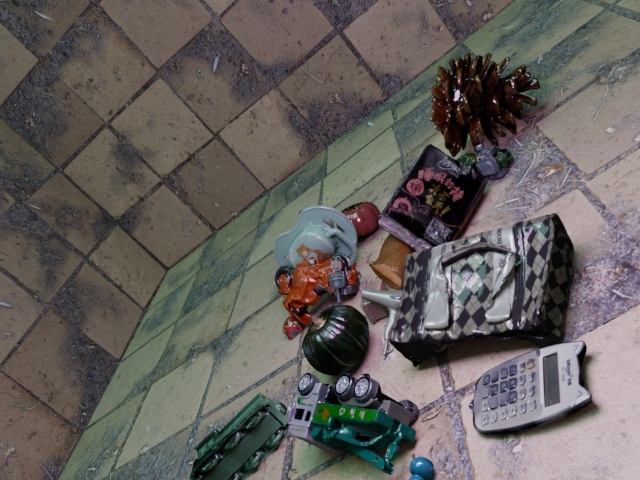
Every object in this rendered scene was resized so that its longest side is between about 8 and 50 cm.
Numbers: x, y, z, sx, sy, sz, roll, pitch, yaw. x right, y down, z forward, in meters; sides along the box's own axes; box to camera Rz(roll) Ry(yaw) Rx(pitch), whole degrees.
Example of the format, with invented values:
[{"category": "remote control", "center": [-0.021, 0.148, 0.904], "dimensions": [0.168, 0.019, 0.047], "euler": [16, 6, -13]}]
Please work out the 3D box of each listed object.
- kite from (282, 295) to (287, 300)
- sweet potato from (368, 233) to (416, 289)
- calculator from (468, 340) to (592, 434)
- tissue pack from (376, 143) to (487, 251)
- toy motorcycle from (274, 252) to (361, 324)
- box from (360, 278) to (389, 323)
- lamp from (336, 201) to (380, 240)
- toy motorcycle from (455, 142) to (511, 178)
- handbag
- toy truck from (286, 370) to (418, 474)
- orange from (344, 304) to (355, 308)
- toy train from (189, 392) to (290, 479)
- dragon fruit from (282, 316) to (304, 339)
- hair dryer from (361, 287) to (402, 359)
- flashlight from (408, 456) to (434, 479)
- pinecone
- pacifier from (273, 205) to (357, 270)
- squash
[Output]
[{"category": "kite", "center": [-0.060, 0.158, 2.319], "dimensions": [0.377, 0.013, 0.328], "euler": [-22, 29, 42]}, {"category": "sweet potato", "center": [0.278, 0.003, 1.840], "dimensions": [0.131, 0.131, 0.337], "euler": [-15, 34, 52]}, {"category": "calculator", "center": [0.407, 0.297, 1.135], "dimensions": [0.268, 0.040, 0.177], "euler": [-28, 25, 36]}, {"category": "tissue pack", "center": [0.351, -0.115, 1.781], "dimensions": [0.332, 0.244, 0.123], "euler": [-56, -2, -26]}, {"category": "toy motorcycle", "center": [-0.015, 0.172, 1.983], "dimensions": [0.325, 0.222, 0.147], "euler": [-14, -10, 27]}, {"category": "box", "center": [0.171, 0.180, 1.742], "dimensions": [0.062, 0.089, 0.122], "euler": [-20, 29, 27]}, {"category": "lamp", "center": [0.151, -0.072, 2.220], "dimensions": [0.181, 0.140, 0.182], "euler": [-23, 15, 6]}, {"category": "toy motorcycle", "center": [0.501, -0.242, 1.919], "dimensions": [0.187, 0.125, 0.274], "euler": [-43, 18, -29]}, {"category": "handbag", "center": [0.373, 0.129, 1.356], "dimensions": [0.415, 0.180, 0.317], "euler": [-20, 34, 39]}, {"category": "toy truck", "center": [0.068, 0.419, 1.347], "dimensions": [0.363, 0.176, 0.178], "euler": [-10, 51, 54]}, {"category": "orange", "center": [0.087, 0.245, 1.803], "dimensions": [0.086, 0.062, 0.086], "euler": [-44, 29, 32]}, {"category": "toy train", "center": [-0.232, 0.573, 1.646], "dimensions": [0.330, 0.138, 0.178], "euler": [-44, 16, -4]}, {"category": "dragon fruit", "center": [-0.101, 0.306, 2.033], "dimensions": [0.083, 0.060, 0.056], "euler": [-39, 17, 6]}, {"category": "hair dryer", "center": [0.169, 0.218, 1.628], "dimensions": [0.167, 0.067, 0.199], "euler": [25, 71, 28]}, {"category": "flashlight", "center": [0.188, 0.494, 1.138], "dimensions": [0.051, 0.051, 0.129], "euler": [-19, 33, 48]}, {"category": "pinecone", "center": [0.577, -0.481, 2.000], "dimensions": [0.384, 0.384, 0.384], "euler": [-37, 21, 17]}, {"category": "pacifier", "center": [0.000, 0.000, 2.136], "dimensions": [0.343, 0.288, 0.269], "euler": [-40, 14, 31]}, {"category": "squash", "center": [0.044, 0.283, 1.647], "dimensions": [0.218, 0.172, 0.218], "euler": [-159, 90, -89]}]
